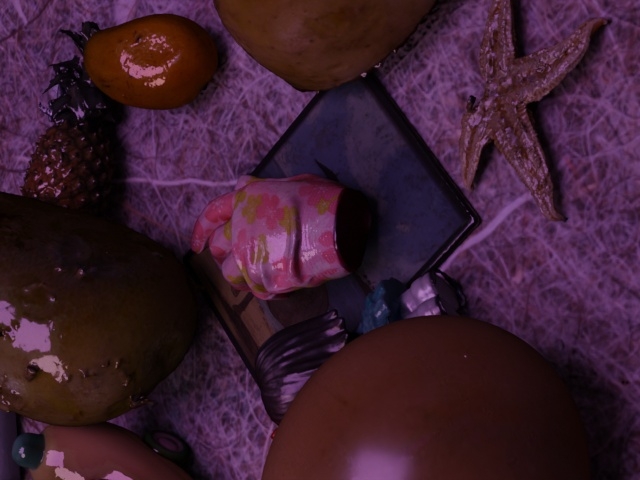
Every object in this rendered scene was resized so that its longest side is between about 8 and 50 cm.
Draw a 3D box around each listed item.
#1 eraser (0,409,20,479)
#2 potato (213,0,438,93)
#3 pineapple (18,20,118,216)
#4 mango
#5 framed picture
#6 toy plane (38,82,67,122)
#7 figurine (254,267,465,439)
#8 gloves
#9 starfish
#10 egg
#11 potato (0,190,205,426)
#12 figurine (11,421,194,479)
[{"bbox_3d":[-0.472,0.215,2.171,0.174,0.081,0.227,-13,77,35],"label":"eraser"},{"bbox_3d":[-0.006,-0.299,1.732,0.285,0.242,0.243,-25,71,36],"label":"potato"},{"bbox_3d":[-0.300,-0.151,2.043,0.125,0.125,0.251,8,85,40],"label":"pineapple"},{"bbox_3d":[-0.202,-0.208,1.953,0.165,0.089,0.115,-13,85,12],"label":"mango"},{"bbox_3d":[0.000,0.000,1.834,0.347,0.016,0.265,-48,58,26],"label":"framed picture"},{"bbox_3d":[-0.329,-0.166,2.115,0.078,0.031,0.083,-12,75,26],"label":"toy plane"},{"bbox_3d":[0.037,0.123,1.715,0.245,0.110,0.138,-32,42,23],"label":"figurine"},{"bbox_3d":[-0.060,-0.007,1.801,0.241,0.126,0.145,-6,87,32],"label":"gloves"},{"bbox_3d":[0.206,-0.153,1.652,0.138,0.050,0.247,17,100,38],"label":"starfish"},{"bbox_3d":[0.092,0.250,1.548,0.301,0.301,0.374,32,111,37],"label":"egg"},{"bbox_3d":[-0.327,0.073,1.902,0.359,0.270,0.219,20,126,12],"label":"potato"},{"bbox_3d":[-0.215,0.314,1.852,0.324,0.222,0.124,40,109,36],"label":"figurine"}]
